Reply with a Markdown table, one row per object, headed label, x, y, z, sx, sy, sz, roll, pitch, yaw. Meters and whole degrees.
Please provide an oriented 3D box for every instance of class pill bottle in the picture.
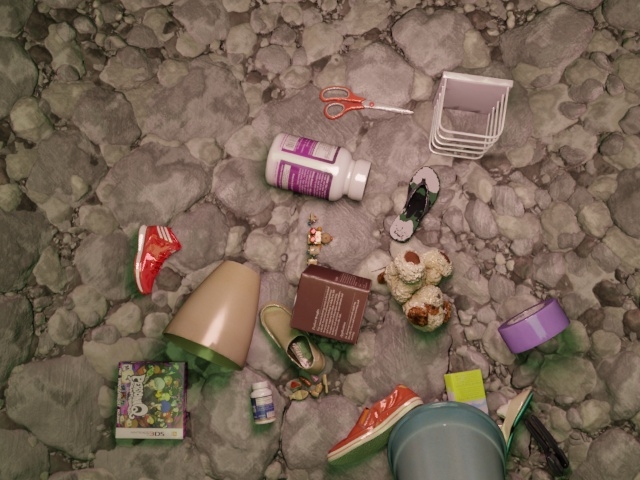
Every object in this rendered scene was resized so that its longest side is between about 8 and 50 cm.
| label | x | y | z | sx | sy | sz | roll | pitch | yaw |
| --- | --- | --- | --- | --- | --- | --- | --- | --- | --- |
| pill bottle | -0.004 | -0.215 | 1.913 | 0.301 | 0.169 | 0.169 | 15 | 84 | 5 |
| pill bottle | -0.175 | 0.487 | 1.889 | 0.067 | 0.067 | 0.120 | -10 | 83 | 2 |

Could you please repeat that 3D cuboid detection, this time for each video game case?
| label | x | y | z | sx | sy | sz | roll | pitch | yaw |
| --- | --- | --- | --- | --- | --- | --- | --- | --- | --- |
| video game case | -0.516 | 0.488 | 1.922 | 0.210 | 0.042 | 0.232 | 1 | 83 | 2 |

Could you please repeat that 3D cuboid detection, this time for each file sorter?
| label | x | y | z | sx | sy | sz | roll | pitch | yaw |
| --- | --- | --- | --- | --- | --- | --- | --- | --- | --- |
| file sorter | 0.430 | -0.359 | 1.850 | 0.193 | 0.277 | 0.173 | 8 | 86 | 4 |

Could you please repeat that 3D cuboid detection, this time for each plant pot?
| label | x | y | z | sx | sy | sz | roll | pitch | yaw |
| --- | --- | --- | --- | --- | --- | --- | --- | --- | --- |
| plant pot | 0.345 | 0.658 | 1.651 | 0.341 | 0.334 | 0.341 | 2 | 107 | 6 |
| plant pot | -0.288 | 0.208 | 1.859 | 0.256 | 0.256 | 0.274 | 23 | 69 | 6 |

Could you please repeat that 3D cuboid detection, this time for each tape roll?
| label | x | y | z | sx | sy | sz | roll | pitch | yaw |
| --- | --- | --- | --- | --- | --- | --- | --- | --- | --- |
| tape roll | 0.614 | 0.246 | 1.810 | 0.189 | 0.189 | 0.080 | -30 | 83 | 0 |

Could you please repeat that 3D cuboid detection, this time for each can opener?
| label | x | y | z | sx | sy | sz | roll | pitch | yaw |
| --- | --- | --- | --- | --- | --- | --- | --- | --- | --- |
| can opener | 0.660 | 0.588 | 1.822 | 0.059 | 0.073 | 0.186 | -30 | 86 | 6 |

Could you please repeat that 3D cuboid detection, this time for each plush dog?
| label | x | y | z | sx | sy | sz | roll | pitch | yaw |
| --- | --- | --- | --- | --- | --- | --- | --- | --- | --- |
| plush dog | 0.283 | 0.162 | 1.845 | 0.210 | 0.262 | 0.225 | -34 | 70 | 32 |

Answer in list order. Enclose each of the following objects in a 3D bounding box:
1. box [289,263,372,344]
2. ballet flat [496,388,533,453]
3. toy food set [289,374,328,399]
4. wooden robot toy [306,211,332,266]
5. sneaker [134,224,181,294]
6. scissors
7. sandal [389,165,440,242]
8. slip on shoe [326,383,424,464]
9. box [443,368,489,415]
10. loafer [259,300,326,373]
| label | x | y | z | sx | sy | sz | roll | pitch | yaw |
| --- | --- | --- | --- | --- | --- | --- | --- | --- | --- |
| box | 0.034 | 0.183 | 1.846 | 0.203 | 0.167 | 0.168 | 15 | 100 | 5 |
| ballet flat | 0.541 | 0.539 | 1.839 | 0.086 | 0.086 | 0.248 | 23 | 86 | 6 |
| toy food set | -0.038 | 0.442 | 1.912 | 0.122 | 0.019 | 0.078 | -8 | 82 | 10 |
| wooden robot toy | 0.000 | 0.000 | 1.939 | 0.079 | 0.076 | 0.173 | 3 | 84 | -7 |
| sneaker | -0.503 | 0.058 | 1.951 | 0.128 | 0.087 | 0.221 | -2 | 84 | 4 |
| scissors | 0.146 | -0.446 | 2.004 | 0.297 | 0.021 | 0.109 | -3 | 81 | 5 |
| sandal | 0.298 | -0.110 | 1.938 | 0.097 | 0.054 | 0.254 | 24 | 85 | 6 |
| slip on shoe | 0.152 | 0.548 | 1.852 | 0.331 | 0.123 | 0.101 | -39 | 51 | 3 |
| box | 0.433 | 0.475 | 1.843 | 0.109 | 0.042 | 0.178 | -4 | 78 | -22 |
| loafer | -0.085 | 0.288 | 1.891 | 0.102 | 0.092 | 0.268 | -44 | 79 | -2 |
